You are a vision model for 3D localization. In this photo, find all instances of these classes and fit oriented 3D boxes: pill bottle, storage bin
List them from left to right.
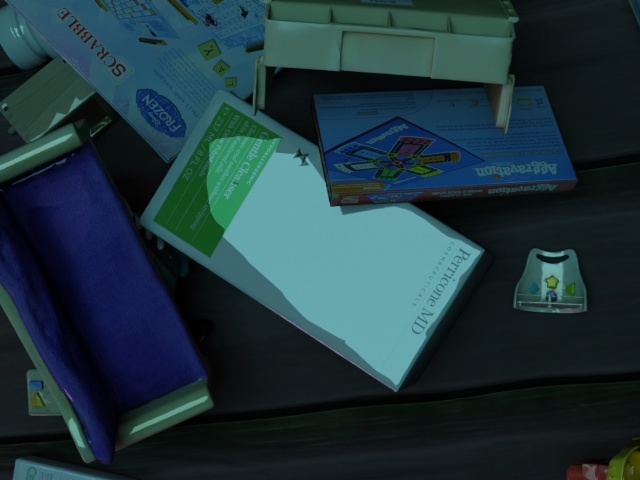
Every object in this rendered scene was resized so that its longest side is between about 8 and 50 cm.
[{"bbox_3d":[-0.307,-0.299,1.404,0.208,0.117,0.118,-22,83,14],"label":"pill bottle"},{"bbox_3d":[0.069,-0.214,1.188,0.262,0.260,0.123,5,115,0],"label":"storage bin"}]

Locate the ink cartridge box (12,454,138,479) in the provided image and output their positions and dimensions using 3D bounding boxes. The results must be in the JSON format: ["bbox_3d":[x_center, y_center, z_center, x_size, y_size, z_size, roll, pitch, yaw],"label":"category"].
[{"bbox_3d":[-0.306,0.409,1.421,0.223,0.045,0.223,11,92,14],"label":"ink cartridge box"}]

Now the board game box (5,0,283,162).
[{"bbox_3d":[-0.171,-0.305,1.302,0.318,0.066,0.319,-37,119,10],"label":"board game box"}]

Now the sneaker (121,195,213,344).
[{"bbox_3d":[-0.235,0.011,1.369,0.121,0.108,0.302,-24,105,-3],"label":"sneaker"}]

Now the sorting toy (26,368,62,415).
[{"bbox_3d":[-0.353,0.202,1.456,0.083,0.012,0.062,-2,88,15],"label":"sorting toy"}]

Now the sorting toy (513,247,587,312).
[{"bbox_3d":[0.272,0.046,1.284,0.083,0.045,0.075,2,82,15],"label":"sorting toy"}]

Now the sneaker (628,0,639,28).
[{"bbox_3d":[0.411,-0.224,1.227,0.087,0.092,0.229,-30,83,10],"label":"sneaker"}]

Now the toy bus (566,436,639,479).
[{"bbox_3d":[0.367,0.271,1.166,0.211,0.220,0.150,0,86,21],"label":"toy bus"}]

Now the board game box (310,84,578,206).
[{"bbox_3d":[0.137,-0.110,1.238,0.281,0.027,0.145,-3,56,-11],"label":"board game box"}]

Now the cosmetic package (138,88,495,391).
[{"bbox_3d":[0.000,0.000,1.297,0.365,0.155,0.197,31,93,14],"label":"cosmetic package"}]

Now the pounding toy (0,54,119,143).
[{"bbox_3d":[-0.348,-0.166,1.416,0.130,0.141,0.100,-40,79,-4],"label":"pounding toy"}]

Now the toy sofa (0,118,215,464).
[{"bbox_3d":[-0.258,0.058,1.232,0.150,0.177,0.363,-24,106,1],"label":"toy sofa"}]
